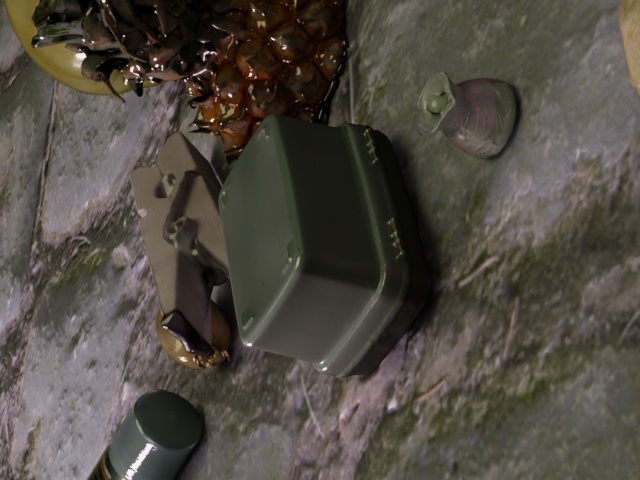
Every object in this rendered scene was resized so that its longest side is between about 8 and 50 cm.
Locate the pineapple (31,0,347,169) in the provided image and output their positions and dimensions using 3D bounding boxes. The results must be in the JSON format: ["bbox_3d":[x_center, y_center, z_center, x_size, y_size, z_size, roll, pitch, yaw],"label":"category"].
[{"bbox_3d":[-0.145,-0.211,1.518,0.262,0.271,0.262,-37,47,55],"label":"pineapple"}]

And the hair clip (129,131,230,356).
[{"bbox_3d":[-0.133,-0.006,1.595,0.101,0.085,0.331,-40,34,8],"label":"hair clip"}]

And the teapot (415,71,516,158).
[{"bbox_3d":[0.107,-0.099,1.187,0.083,0.064,0.064,4,81,64],"label":"teapot"}]

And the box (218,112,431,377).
[{"bbox_3d":[0.000,0.000,1.287,0.148,0.129,0.210,-55,32,37],"label":"box"}]

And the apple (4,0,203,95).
[{"bbox_3d":[-0.242,-0.298,1.798,0.262,0.262,0.262,-38,46,54],"label":"apple"}]

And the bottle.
[{"bbox_3d":[-0.218,0.276,1.671,0.286,0.082,0.082,-57,32,38],"label":"bottle"}]

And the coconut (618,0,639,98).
[{"bbox_3d":[0.244,-0.108,0.781,0.194,0.194,0.194,-38,46,54],"label":"coconut"}]

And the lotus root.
[{"bbox_3d":[-0.133,0.094,1.591,0.062,0.073,0.150,65,171,-30],"label":"lotus root"}]
